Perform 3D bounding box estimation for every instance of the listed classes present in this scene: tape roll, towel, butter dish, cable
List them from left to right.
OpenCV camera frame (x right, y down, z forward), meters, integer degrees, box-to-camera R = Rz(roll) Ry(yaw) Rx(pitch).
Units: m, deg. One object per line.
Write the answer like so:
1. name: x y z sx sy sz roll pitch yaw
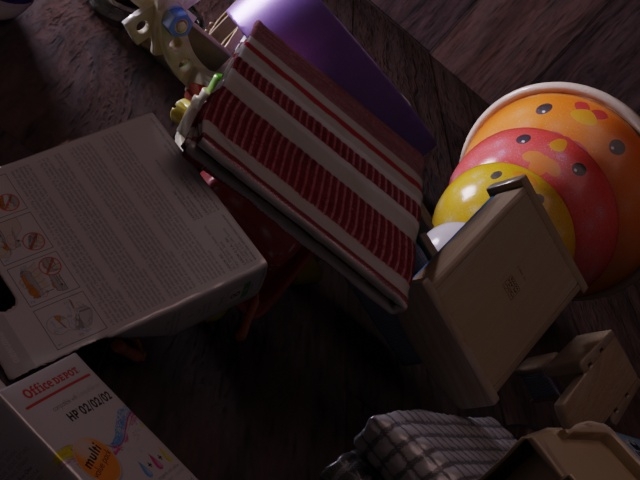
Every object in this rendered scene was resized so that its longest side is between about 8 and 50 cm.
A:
1. cable: -0.231 -0.330 1.721 0.287 0.072 0.139 19 35 -51
2. butter dish: -0.058 -0.034 1.250 0.160 0.118 0.160 45 57 -8
3. towel: -0.002 -0.076 1.184 0.237 0.037 0.329 38 24 -11
4. tape roll: 0.013 -0.187 1.465 0.275 0.090 0.275 49 4 -4
5. towel: 0.144 0.259 1.103 0.235 0.121 0.283 42 11 24

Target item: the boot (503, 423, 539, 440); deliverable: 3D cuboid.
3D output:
1. boot: 0.256 0.303 1.350 0.219 0.082 0.106 42 40 -14

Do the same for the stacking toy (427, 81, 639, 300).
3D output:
1. stacking toy: 0.277 -0.012 1.807 0.350 0.350 0.480 46 35 9

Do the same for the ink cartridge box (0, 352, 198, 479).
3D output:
1. ink cartridge box: -0.164 0.140 0.822 0.181 0.061 0.104 44 18 6

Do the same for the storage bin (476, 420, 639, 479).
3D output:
1. storage bin: 0.152 0.294 0.814 0.260 0.262 0.123 49 22 19

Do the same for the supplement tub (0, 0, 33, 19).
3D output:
1. supplement tub: -0.322 -0.424 1.326 0.241 0.331 0.241 38 19 -15

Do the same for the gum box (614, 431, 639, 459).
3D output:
1. gum box: 0.430 0.325 1.670 0.184 0.041 0.157 22 28 -46

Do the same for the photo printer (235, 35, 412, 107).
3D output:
1. photo printer: 0.003 -0.232 1.927 0.307 0.107 0.256 36 19 -17

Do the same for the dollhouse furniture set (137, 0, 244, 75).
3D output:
1. dollhouse furniture set: -0.166 -0.297 1.667 0.123 0.144 0.151 38 55 -14

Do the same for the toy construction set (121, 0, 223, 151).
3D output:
1. toy construction set: -0.125 -0.165 1.475 0.215 0.151 0.328 11 39 -42

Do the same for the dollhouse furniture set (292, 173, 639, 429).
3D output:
1. dollhouse furniture set: 0.107 0.109 1.319 0.198 0.303 0.286 -42 107 -39

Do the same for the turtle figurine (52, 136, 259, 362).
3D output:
1. turtle figurine: -0.153 0.003 1.106 0.217 0.087 0.269 43 22 10

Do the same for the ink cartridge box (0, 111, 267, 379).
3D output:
1. ink cartridge box: -0.182 0.007 0.999 0.224 0.056 0.181 -26 64 -27
